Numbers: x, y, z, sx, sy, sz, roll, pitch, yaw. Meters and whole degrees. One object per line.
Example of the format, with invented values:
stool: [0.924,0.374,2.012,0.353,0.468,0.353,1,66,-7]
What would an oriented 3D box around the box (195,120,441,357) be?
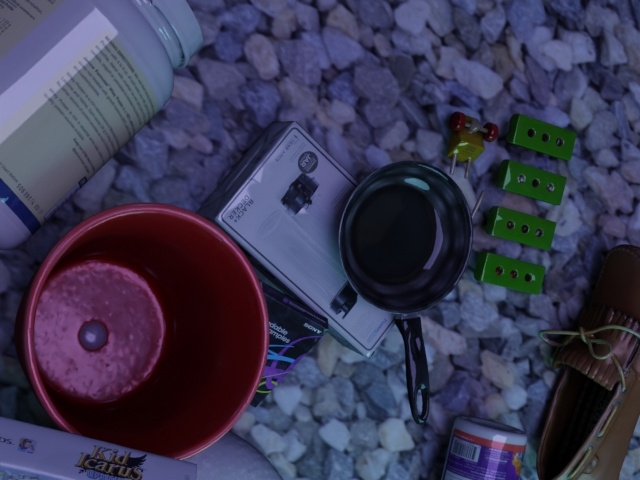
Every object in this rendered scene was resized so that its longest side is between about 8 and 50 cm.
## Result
box: [0.000,0.000,1.398,0.290,0.087,0.169,42,78,-21]

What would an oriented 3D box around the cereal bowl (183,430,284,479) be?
cereal bowl: [-0.169,0.407,1.332,0.339,0.141,0.339,-2,95,-23]

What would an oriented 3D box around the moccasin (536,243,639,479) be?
moccasin: [0.407,0.189,1.580,0.147,0.139,0.380,15,98,-33]

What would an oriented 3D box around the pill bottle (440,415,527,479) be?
pill bottle: [0.224,0.357,1.518,0.108,0.108,0.194,13,90,-24]

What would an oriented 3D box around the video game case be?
video game case: [-0.286,0.291,1.101,0.244,0.269,0.061,17,43,-17]

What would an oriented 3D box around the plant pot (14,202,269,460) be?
plant pot: [-0.227,0.105,1.207,0.275,0.243,0.275,2,85,-27]

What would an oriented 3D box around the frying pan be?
frying pan: [0.133,0.052,1.385,0.197,0.053,0.326,-30,108,-19]

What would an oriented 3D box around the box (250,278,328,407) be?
box: [-0.083,0.133,1.361,0.116,0.029,0.162,31,115,-23]

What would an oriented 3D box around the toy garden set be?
toy garden set: [0.249,-0.062,1.527,0.203,0.049,0.244,13,90,-26]

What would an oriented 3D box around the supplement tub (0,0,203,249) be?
supplement tub: [-0.311,-0.176,1.163,0.325,0.235,0.235,-47,111,-13]
